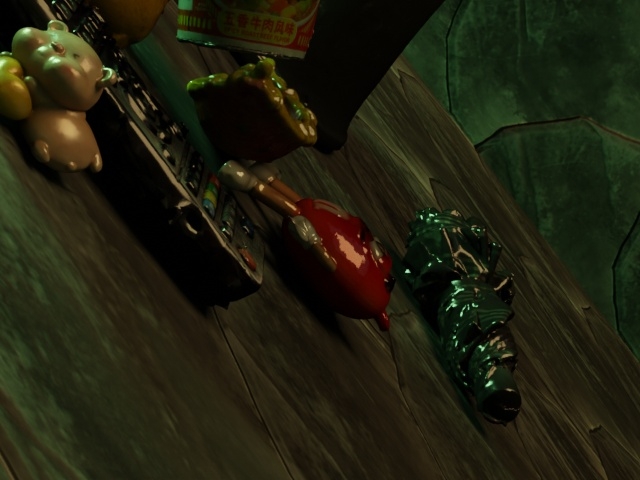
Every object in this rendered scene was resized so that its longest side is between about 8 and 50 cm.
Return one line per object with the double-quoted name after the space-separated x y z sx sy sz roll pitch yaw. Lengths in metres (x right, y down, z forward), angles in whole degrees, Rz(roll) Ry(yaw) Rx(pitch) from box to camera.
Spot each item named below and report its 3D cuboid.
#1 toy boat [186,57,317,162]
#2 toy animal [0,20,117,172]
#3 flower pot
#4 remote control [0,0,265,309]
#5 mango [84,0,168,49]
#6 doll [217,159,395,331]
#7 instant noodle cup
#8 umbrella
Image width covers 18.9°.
-0.066 -0.135 1.933 0.141 0.099 0.318 25 5 -2 "toy boat"
-0.191 -0.109 1.393 0.114 0.082 0.091 60 13 21 "toy animal"
-0.003 -0.337 2.471 0.379 0.251 0.379 52 13 -17 "flower pot"
-0.178 -0.115 1.520 0.399 0.062 0.144 54 12 -13 "remote control"
-0.215 -0.266 1.644 0.236 0.136 0.166 61 23 15 "mango"
0.000 0.000 1.890 0.217 0.085 0.183 47 9 7 "doll"
-0.059 -0.288 1.883 0.193 0.212 0.193 10 5 -1 "instant noodle cup"
0.180 0.076 2.333 0.154 0.128 0.336 52 14 -26 "umbrella"
